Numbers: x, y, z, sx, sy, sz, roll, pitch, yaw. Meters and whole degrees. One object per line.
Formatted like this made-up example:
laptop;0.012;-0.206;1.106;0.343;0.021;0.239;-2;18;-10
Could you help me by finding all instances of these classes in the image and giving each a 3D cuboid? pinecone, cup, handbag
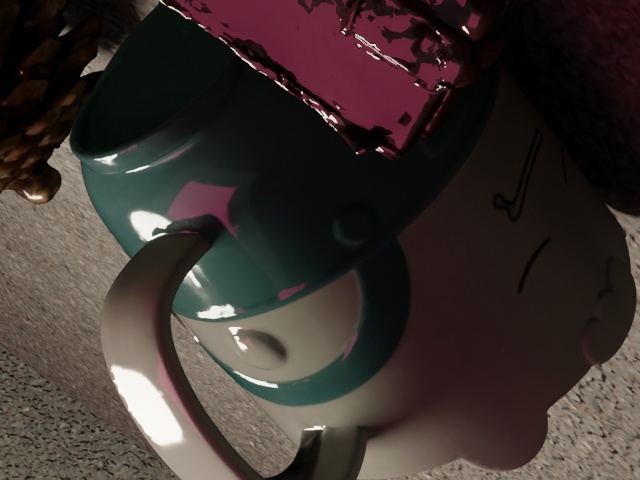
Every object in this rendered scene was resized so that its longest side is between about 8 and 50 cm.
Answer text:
pinecone;-0.273;-0.136;1.113;0.272;0.224;0.224;57;157;-13
cup;0.000;0.000;0.813;0.219;0.290;0.257;-9;131;43
handbag;0.009;-0.164;0.635;0.216;0.074;0.203;35;125;6
